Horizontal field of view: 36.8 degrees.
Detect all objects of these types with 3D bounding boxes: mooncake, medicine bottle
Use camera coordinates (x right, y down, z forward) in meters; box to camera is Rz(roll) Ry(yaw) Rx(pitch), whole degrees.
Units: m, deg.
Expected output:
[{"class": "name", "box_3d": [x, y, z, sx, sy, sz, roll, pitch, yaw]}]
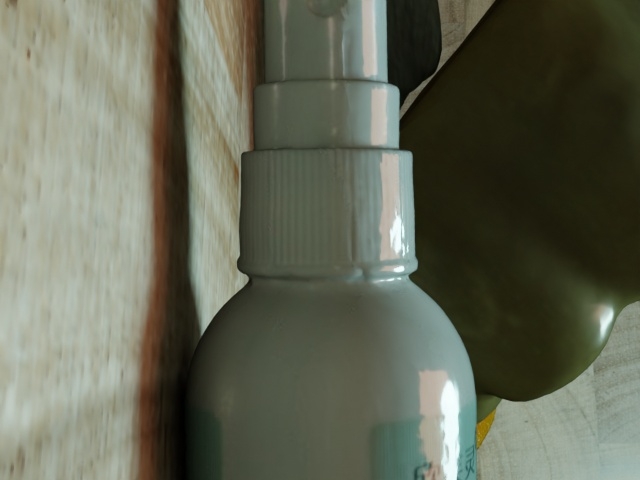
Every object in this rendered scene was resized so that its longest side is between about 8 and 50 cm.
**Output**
[{"class": "mooncake", "box_3d": [0.147, -0.042, 0.709, 0.378, 0.201, 0.378, -52, 180, 0]}, {"class": "medicine bottle", "box_3d": [0.004, 0.079, 0.364, 0.110, 0.110, 0.351, -20, 109, -86]}]

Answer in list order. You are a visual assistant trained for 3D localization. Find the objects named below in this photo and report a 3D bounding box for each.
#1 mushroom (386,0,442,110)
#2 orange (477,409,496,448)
[{"class": "mushroom", "box_3d": [0.022, -0.240, 0.620, 0.159, 0.122, 0.328, -103, -170, -65]}, {"class": "orange", "box_3d": [0.081, 0.136, 0.949, 0.206, 0.206, 0.206, 0, 90, -86]}]
